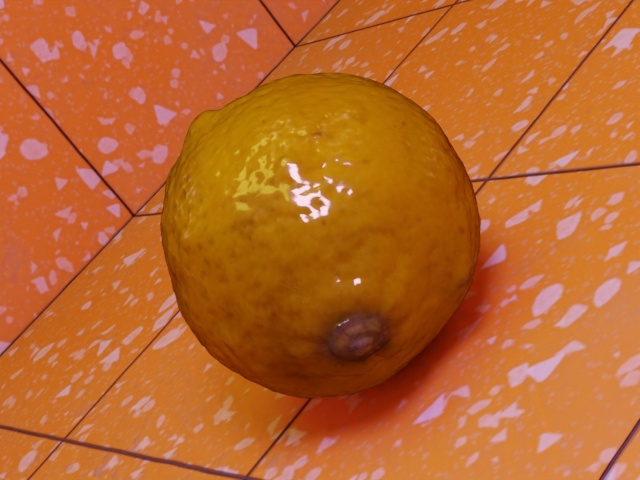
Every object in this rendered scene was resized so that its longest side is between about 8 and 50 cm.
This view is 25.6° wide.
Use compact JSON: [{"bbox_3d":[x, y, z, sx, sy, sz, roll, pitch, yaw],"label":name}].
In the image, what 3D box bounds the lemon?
[{"bbox_3d":[0.000,0.000,1.512,0.349,0.350,0.387,-32,37,16],"label":"lemon"}]
